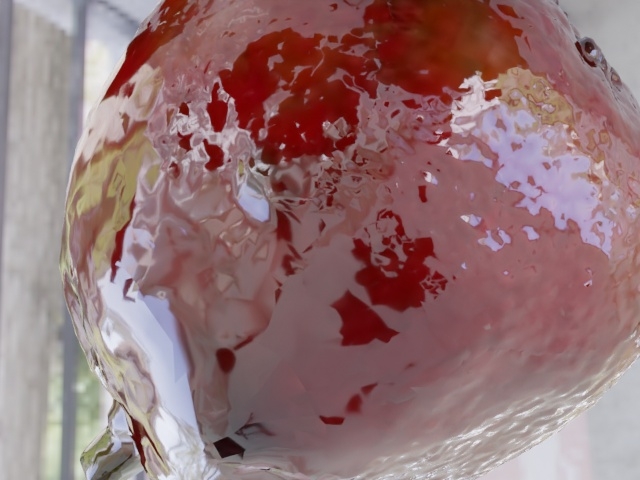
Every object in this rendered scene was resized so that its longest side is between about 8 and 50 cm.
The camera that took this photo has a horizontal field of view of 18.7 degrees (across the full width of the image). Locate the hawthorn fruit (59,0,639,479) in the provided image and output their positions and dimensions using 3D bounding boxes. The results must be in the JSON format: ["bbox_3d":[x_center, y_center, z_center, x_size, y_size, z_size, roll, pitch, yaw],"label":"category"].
[{"bbox_3d":[0.000,0.000,0.864,0.307,0.265,0.265,-39,144,13],"label":"hawthorn fruit"}]
